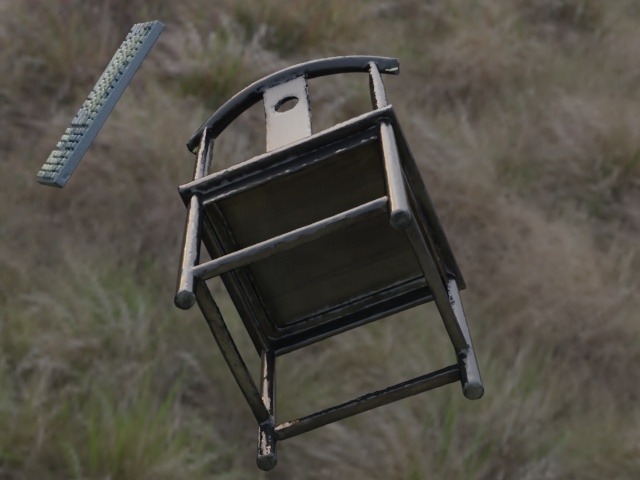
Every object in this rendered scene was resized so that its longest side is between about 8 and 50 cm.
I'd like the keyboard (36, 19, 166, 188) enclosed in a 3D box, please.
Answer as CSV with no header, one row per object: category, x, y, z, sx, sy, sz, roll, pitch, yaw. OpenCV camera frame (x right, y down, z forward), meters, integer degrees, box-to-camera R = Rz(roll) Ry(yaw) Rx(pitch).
keyboard,-0.199,-0.124,1.474,0.014,0.176,0.055,36,-12,-25

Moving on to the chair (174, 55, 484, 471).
chair,0.000,0.000,1.001,0.155,0.141,0.260,-20,24,8
